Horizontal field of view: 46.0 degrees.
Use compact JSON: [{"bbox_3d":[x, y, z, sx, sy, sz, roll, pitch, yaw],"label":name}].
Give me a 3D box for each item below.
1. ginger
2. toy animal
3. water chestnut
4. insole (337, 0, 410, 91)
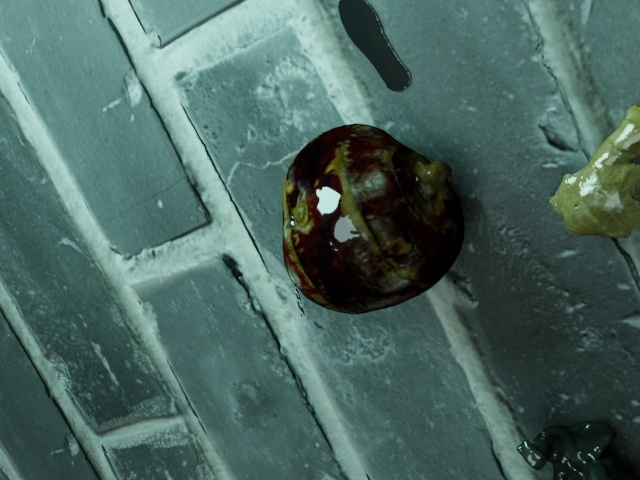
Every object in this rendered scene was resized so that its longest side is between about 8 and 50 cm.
[{"bbox_3d":[0.328,-0.064,0.825,0.096,0.067,0.165,49,124,25],"label":"ginger"},{"bbox_3d":[0.343,0.316,0.931,0.245,0.146,0.114,47,115,-1],"label":"toy animal"},{"bbox_3d":[0.043,-0.018,0.889,0.238,0.224,0.223,-18,103,44],"label":"water chestnut"},{"bbox_3d":[0.064,-0.239,0.909,0.045,0.002,0.135,-32,95,32],"label":"insole"}]
